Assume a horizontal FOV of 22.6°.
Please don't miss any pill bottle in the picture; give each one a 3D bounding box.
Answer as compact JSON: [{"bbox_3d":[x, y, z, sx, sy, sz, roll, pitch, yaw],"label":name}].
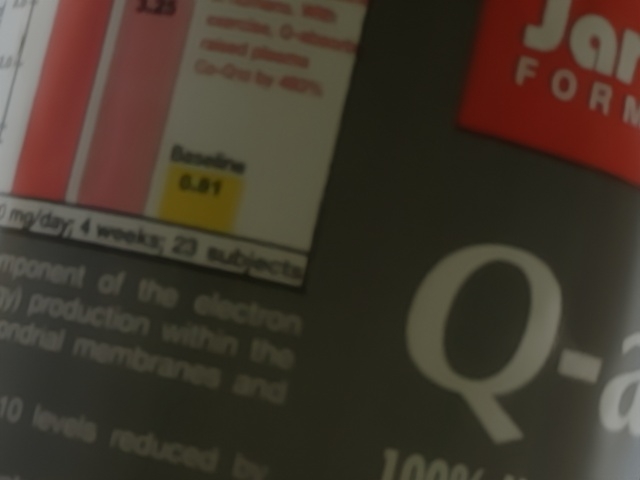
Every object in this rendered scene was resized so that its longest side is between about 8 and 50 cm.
[{"bbox_3d":[0.000,0.000,0.418,0.210,0.210,0.363,13,-95,0],"label":"pill bottle"}]
